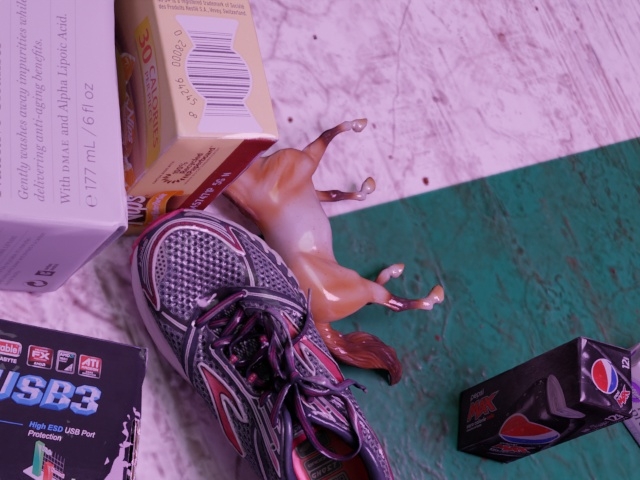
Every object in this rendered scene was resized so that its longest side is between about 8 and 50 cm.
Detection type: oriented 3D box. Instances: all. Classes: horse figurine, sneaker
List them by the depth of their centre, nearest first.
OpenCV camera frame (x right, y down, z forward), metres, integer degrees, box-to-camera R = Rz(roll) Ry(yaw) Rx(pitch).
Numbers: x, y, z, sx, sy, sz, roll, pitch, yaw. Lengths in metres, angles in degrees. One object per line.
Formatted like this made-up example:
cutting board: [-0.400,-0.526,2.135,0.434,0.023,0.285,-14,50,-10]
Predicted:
sneaker: [-0.031,0.101,0.884,0.121,0.112,0.299,-36,88,-9]
horse figurine: [0.000,0.000,1.003,0.174,0.066,0.263,-12,75,-37]

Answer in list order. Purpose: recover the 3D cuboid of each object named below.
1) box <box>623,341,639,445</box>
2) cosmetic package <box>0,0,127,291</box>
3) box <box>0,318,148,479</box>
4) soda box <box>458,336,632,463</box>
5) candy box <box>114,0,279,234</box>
box: [0.388,0.242,1.134,0.067,0.063,0.324,-35,89,-39]
cosmetic package: [-0.338,-0.096,0.781,0.385,0.156,0.217,5,68,-31]
box: [-0.268,0.185,0.748,0.295,0.073,0.293,14,61,-25]
soda box: [0.183,0.136,0.988,0.053,0.169,0.060,19,60,-22]
candy box: [-0.138,-0.182,0.926,0.087,0.183,0.317,-1,69,-33]
